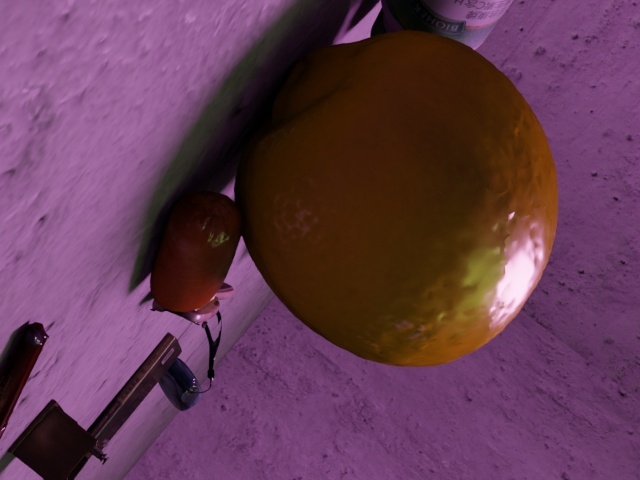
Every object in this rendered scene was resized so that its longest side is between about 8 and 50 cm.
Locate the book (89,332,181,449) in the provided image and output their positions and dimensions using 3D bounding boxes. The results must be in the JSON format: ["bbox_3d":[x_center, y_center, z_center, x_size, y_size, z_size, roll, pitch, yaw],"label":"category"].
[{"bbox_3d":[-0.311,0.257,1.440,0.228,0.024,0.160,-51,177,-16],"label":"book"}]

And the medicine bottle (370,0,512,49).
[{"bbox_3d":[0.146,-0.285,0.916,0.133,0.133,0.274,-51,177,-31],"label":"medicine bottle"}]

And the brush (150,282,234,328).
[{"bbox_3d":[-0.151,0.058,1.162,0.313,0.072,0.067,-28,142,-86],"label":"brush"}]

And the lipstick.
[{"bbox_3d":[-0.255,0.128,0.698,0.176,0.027,0.027,-56,176,30],"label":"lipstick"}]

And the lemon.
[{"bbox_3d":[0.079,-0.041,0.894,0.348,0.348,0.348,-52,177,-3],"label":"lemon"}]

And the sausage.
[{"bbox_3d":[-0.125,0.013,0.869,0.076,0.076,0.197,-51,176,-32],"label":"sausage"}]

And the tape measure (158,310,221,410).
[{"bbox_3d":[-0.223,0.222,1.610,0.180,0.104,0.107,-50,173,-26],"label":"tape measure"}]

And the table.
[{"bbox_3d":[-0.283,0.233,0.962,0.070,0.082,0.083,-51,178,-21],"label":"table"}]
